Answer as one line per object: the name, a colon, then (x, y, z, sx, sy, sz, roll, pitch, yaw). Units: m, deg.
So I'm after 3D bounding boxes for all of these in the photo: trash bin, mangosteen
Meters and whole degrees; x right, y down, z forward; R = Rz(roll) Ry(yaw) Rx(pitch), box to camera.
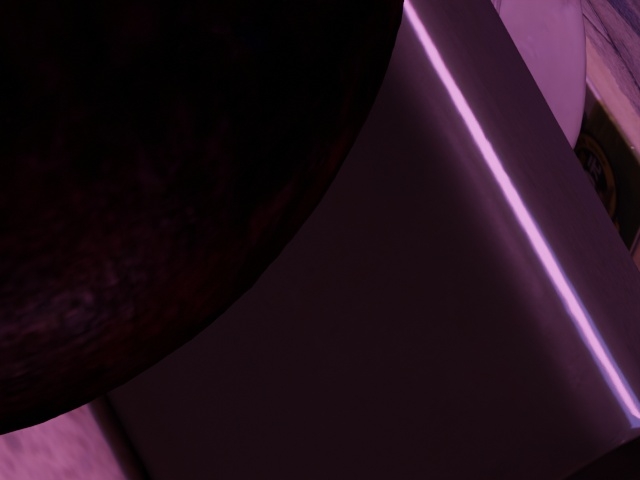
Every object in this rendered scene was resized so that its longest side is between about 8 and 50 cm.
trash bin: (0.000, 0.000, 0.646, 0.122, 0.164, 0.240, 18, 42, -63)
mangosteen: (-0.099, -0.057, 0.427, 0.228, 0.228, 0.265, 57, -19, 12)

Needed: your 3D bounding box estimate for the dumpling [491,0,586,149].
dumpling: (0.027, -0.079, 0.899, 0.341, 0.181, 0.260, 24, -36, 47)

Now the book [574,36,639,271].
book: (0.078, -0.079, 1.036, 0.228, 0.018, 0.322, 101, -33, -52)
